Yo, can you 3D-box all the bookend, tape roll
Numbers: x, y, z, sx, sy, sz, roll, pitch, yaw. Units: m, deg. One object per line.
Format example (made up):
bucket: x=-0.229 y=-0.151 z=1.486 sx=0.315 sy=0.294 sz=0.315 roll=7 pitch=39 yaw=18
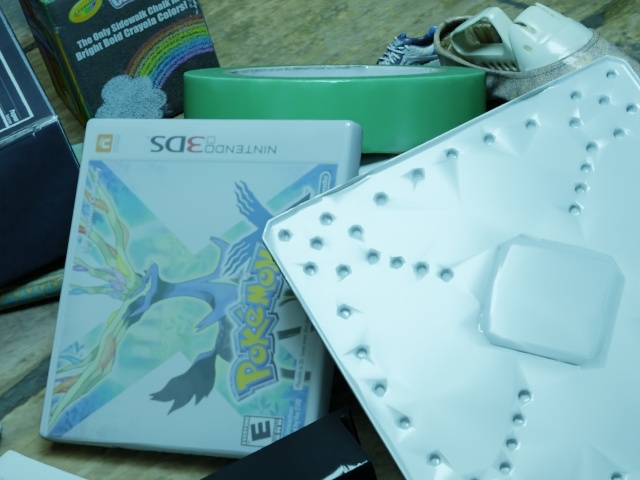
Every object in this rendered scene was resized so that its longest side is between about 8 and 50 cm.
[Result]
bookend: x=-0.004 y=0.245 z=1.727 sx=0.157 sy=0.072 sz=0.156 roll=-27 pitch=39 yaw=-13
tape roll: x=0.015 y=-0.143 z=2.081 sx=0.321 sy=0.077 sz=0.321 roll=-1 pitch=8 yaw=0

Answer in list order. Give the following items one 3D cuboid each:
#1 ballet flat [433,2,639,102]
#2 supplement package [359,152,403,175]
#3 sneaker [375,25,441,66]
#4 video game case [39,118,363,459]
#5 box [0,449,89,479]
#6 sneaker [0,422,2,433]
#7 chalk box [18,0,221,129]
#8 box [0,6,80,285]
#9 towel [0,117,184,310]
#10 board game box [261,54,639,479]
ballet flat: x=0.218 y=-0.199 z=2.108 sx=0.107 sy=0.106 sz=0.316 roll=-37 pitch=23 yaw=-24
supplement package: x=0.000 y=0.000 z=1.983 sx=0.244 sy=0.139 sz=0.134 roll=4 pitch=43 yaw=25
sneaker: x=0.091 y=-0.211 z=2.285 sx=0.135 sy=0.058 sz=0.052 roll=-26 pitch=37 yaw=-10
video game case: x=-0.117 y=0.043 z=1.904 sx=0.300 sy=0.036 sz=0.329 roll=2 pitch=78 yaw=26
box: x=-0.247 y=0.302 z=1.713 sx=0.181 sy=0.119 sz=0.182 roll=14 pitch=46 yaw=35
sneaker: x=-0.369 y=0.170 z=1.990 sx=0.070 sy=0.051 sz=0.134 roll=-28 pitch=35 yaw=-11
chalk box: x=-0.255 y=-0.292 z=2.335 sx=0.180 sy=0.289 sz=0.179 roll=-27 pitch=38 yaw=-13
box: x=-0.425 y=-0.077 z=2.161 sx=0.294 sy=0.183 sz=0.296 roll=-26 pitch=39 yaw=-6
towel: x=-0.288 y=-0.028 z=2.220 sx=0.370 sy=0.040 sz=0.271 roll=-14 pitch=36 yaw=5
board game box: x=0.204 y=0.063 z=1.764 sx=0.390 sy=0.050 sz=0.390 roll=-26 pitch=65 yaw=-12
